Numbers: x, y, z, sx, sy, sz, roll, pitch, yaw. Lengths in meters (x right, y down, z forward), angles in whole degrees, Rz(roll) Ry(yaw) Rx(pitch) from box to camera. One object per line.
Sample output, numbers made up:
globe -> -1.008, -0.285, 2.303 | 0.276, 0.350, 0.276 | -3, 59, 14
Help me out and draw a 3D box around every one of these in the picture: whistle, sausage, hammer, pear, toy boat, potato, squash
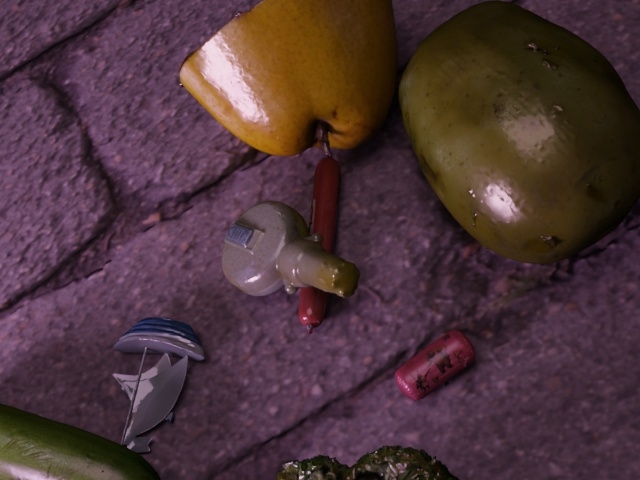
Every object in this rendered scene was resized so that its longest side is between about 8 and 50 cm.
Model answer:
whistle -> -0.035, 0.017, 1.397 | 0.198, 0.057, 0.104 | 21, 80, 53
sausage -> 0.000, 0.000, 1.444 | 0.029, 0.029, 0.223 | -5, 58, 18
hammer -> 0.113, 0.123, 1.320 | 0.083, 0.043, 0.043 | -35, 54, -5
pear -> -0.004, -0.178, 1.480 | 0.267, 0.267, 0.178 | -32, 84, -1
toy boat -> -0.169, 0.144, 1.415 | 0.105, 0.034, 0.149 | -18, 54, 12
potato -> 0.197, -0.109, 1.335 | 0.216, 0.216, 0.304 | -35, 42, -3
squash -> -0.290, 0.221, 1.383 | 0.292, 0.082, 0.082 | 13, 65, 27

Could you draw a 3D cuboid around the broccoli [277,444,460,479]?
broccoli -> 0.032, 0.282, 1.112 | 0.269, 0.269, 0.254 | -10, 63, 15
